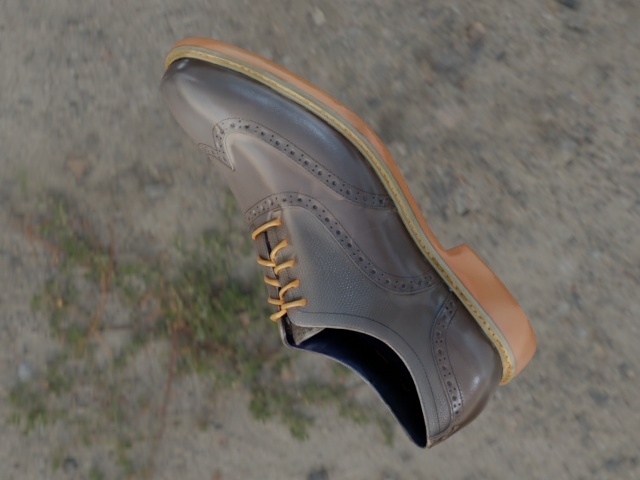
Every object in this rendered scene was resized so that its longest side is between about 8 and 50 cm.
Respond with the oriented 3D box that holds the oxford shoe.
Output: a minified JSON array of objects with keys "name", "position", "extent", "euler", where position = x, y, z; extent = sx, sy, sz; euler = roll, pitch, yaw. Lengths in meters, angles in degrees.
[{"name":"oxford shoe","position":[0.000,0.000,1.300],"extent":[0.363,0.130,0.133],"euler":[44,64,-2]}]
